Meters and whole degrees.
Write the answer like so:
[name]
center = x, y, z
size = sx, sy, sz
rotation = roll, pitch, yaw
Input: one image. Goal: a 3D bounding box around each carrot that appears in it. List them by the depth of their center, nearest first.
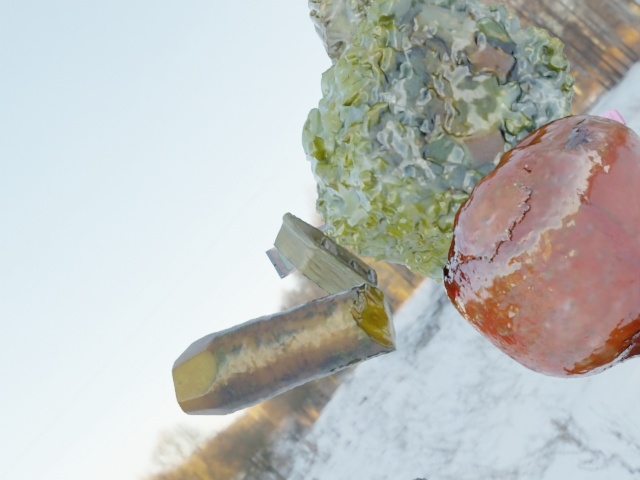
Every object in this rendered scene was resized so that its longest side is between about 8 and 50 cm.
[carrot]
center = -0.049, 0.148, 1.209
size = 0.301, 0.114, 0.114
rotation = -21, -2, 5

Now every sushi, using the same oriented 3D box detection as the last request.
[sushi]
center = 0.160, -0.157, 1.290
size = 0.240, 0.351, 0.397
rotation = 124, 158, -66

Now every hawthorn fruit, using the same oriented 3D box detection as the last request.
[hawthorn fruit]
center = 0.278, 0.034, 0.952
size = 0.276, 0.307, 0.276
rotation = -34, -12, -8

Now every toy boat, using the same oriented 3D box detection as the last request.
[toy boat]
center = 0.003, 0.031, 1.472
size = 0.061, 0.188, 0.116
rotation = -52, 7, 11

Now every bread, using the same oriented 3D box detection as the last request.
[bread]
center = 0.100, -0.387, 1.556
size = 0.274, 0.274, 0.149
rotation = -47, 30, -11

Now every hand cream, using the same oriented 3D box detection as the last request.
[hand cream]
center = 0.000, 0.000, 1.744
size = 0.209, 0.067, 0.043
rotation = -28, 20, 4

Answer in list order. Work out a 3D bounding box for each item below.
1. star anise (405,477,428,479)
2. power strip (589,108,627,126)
[star anise]
center = 0.159, 0.439, 1.448
size = 0.212, 0.196, 0.073
rotation = -143, 63, -65
[power strip]
center = 0.454, -0.116, 1.528
size = 0.109, 0.038, 0.279
rotation = -26, -31, 1
